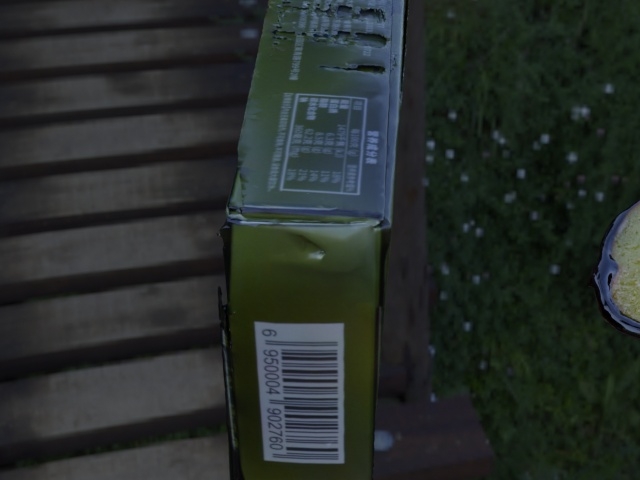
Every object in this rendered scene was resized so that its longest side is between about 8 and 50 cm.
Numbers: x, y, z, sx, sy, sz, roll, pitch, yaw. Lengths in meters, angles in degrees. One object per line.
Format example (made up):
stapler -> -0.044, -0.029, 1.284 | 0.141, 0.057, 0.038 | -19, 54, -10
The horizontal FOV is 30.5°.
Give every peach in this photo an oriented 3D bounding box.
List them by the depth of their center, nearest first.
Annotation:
peach -> 0.412, 0.021, 1.212 | 0.279, 0.068, 0.189 | -17, 59, 2

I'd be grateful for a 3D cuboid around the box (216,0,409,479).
box -> 0.000, 0.000, 1.120 | 0.138, 0.373, 0.420 | 4, 39, 4
